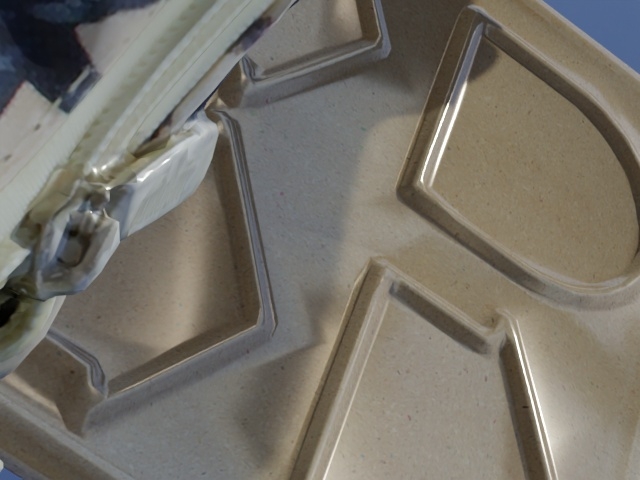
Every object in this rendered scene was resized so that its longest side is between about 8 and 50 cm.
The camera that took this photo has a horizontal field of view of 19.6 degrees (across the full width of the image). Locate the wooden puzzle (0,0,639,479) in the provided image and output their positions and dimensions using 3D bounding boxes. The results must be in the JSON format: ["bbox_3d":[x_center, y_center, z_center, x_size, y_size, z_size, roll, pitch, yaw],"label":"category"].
[{"bbox_3d":[0.000,0.000,0.670,0.080,0.348,0.322,-34,-156,44],"label":"wooden puzzle"}]

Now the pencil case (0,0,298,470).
[{"bbox_3d":[-0.006,-0.149,0.397,0.183,0.160,0.410,39,-102,12],"label":"pencil case"}]
